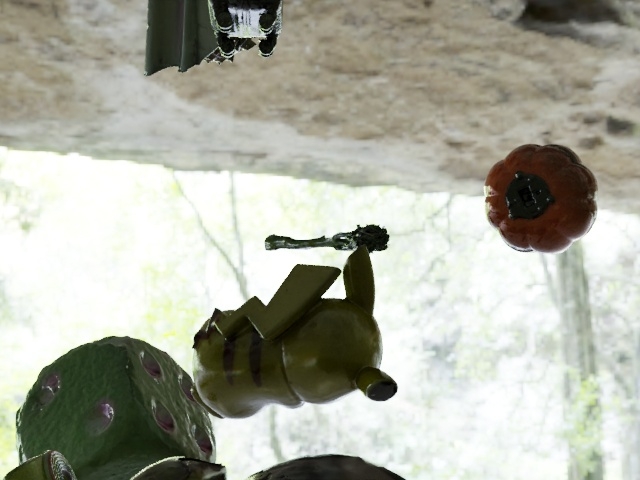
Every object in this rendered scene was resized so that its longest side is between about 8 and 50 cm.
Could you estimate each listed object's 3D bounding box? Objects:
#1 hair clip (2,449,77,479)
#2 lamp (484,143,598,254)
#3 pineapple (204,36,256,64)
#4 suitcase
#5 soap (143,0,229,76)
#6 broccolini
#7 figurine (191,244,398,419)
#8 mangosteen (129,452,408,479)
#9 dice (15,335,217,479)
[{"bbox_3d":[-0.402,0.336,1.474,0.033,0.060,0.188,-31,-10,7],"label":"hair clip"},{"bbox_3d":[0.363,-0.067,1.671,0.188,0.187,0.164,-7,-5,26],"label":"lamp"},{"bbox_3d":[-0.231,-0.473,2.281,0.193,0.166,0.166,25,-10,3],"label":"pineapple"},{"bbox_3d":[-0.123,-0.477,1.692,0.128,0.312,0.202,1,-5,-3],"label":"suitcase"},{"bbox_3d":[-0.212,-0.437,2.038,0.159,0.302,0.258,-4,-11,37],"label":"soap"},{"bbox_3d":[0.003,-0.007,1.592,0.254,0.057,0.071,4,-21,43],"label":"broccolini"},{"bbox_3d":[-0.035,0.143,1.432,0.327,0.218,0.169,-10,-24,19],"label":"figurine"},{"bbox_3d":[-0.023,0.363,0.955,0.381,0.421,0.381,-44,-12,-12],"label":"mangosteen"},{"bbox_3d":[-0.435,0.416,2.178,0.318,0.330,0.322,-33,-41,12],"label":"dice"}]
